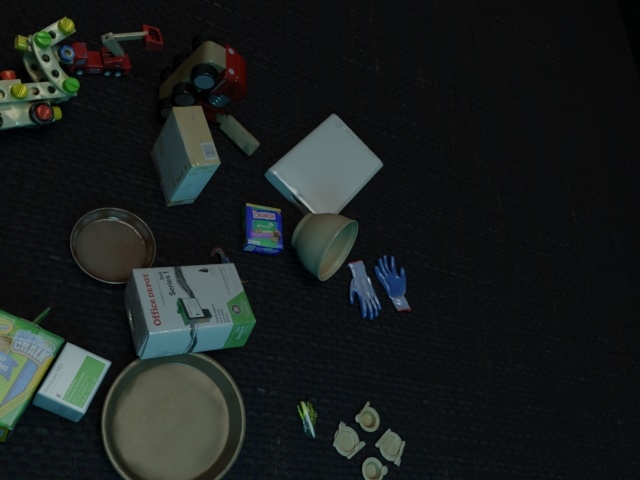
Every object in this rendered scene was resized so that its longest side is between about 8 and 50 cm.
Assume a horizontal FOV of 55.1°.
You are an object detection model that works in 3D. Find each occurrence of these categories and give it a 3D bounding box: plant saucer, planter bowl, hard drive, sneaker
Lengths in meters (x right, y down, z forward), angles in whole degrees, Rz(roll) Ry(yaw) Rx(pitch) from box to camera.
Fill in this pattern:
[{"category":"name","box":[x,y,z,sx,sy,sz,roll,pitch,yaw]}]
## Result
[{"category":"plant saucer","box":[-0.425,0.013,1.255,0.169,0.029,0.168,13,60,-24]},{"category":"planter bowl","box":[0.000,0.000,1.456,0.109,0.162,0.162,30,49,20]},{"category":"plant saucer","box":[-0.277,0.344,1.169,0.278,0.041,0.277,14,61,-25]},{"category":"hard drive","box":[0.017,-0.187,1.621,0.203,0.040,0.307,45,52,-4]},{"category":"sneaker","box":[-0.021,0.381,1.310,0.035,0.031,0.083,-8,70,-34]}]

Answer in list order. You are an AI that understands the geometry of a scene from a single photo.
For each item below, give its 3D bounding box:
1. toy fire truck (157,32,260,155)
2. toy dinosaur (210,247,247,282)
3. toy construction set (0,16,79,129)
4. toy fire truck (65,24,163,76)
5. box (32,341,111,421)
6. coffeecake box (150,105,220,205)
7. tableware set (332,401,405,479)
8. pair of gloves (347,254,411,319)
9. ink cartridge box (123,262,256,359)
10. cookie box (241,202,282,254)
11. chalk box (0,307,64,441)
[{"category":"toy fire truck","box":[-0.232,-0.327,1.444,0.246,0.217,0.158,18,56,-40]},{"category":"toy dinosaur","box":[-0.214,0.056,1.369,0.090,0.047,0.082,32,35,-56]},{"category":"toy construction set","box":[-0.635,-0.325,1.223,0.328,0.151,0.214,-17,100,-28]},{"category":"toy fire truck","box":[-0.468,-0.431,1.388,0.192,0.135,0.047,-7,70,-34]},{"category":"box","box":[-0.437,0.250,1.079,0.087,0.102,0.101,29,55,-13]},{"category":"coffeecake box","box":[-0.298,-0.180,1.332,0.068,0.185,0.142,-11,73,-35]},{"category":"tableware set","box":[0.111,0.452,1.362,0.168,0.020,0.141,48,52,-2]},{"category":"pair of gloves","box":[0.147,0.117,1.555,0.198,0.023,0.159,-6,69,-34]},{"category":"ink cartridge box","box":[-0.264,0.136,1.226,0.220,0.092,0.160,-2,50,-33]},{"category":"cookie box","box":[-0.138,-0.027,1.442,0.092,0.040,0.107,8,61,-27]},{"category":"chalk box","box":[-0.528,0.204,1.030,0.132,0.132,0.213,30,53,-16]}]
